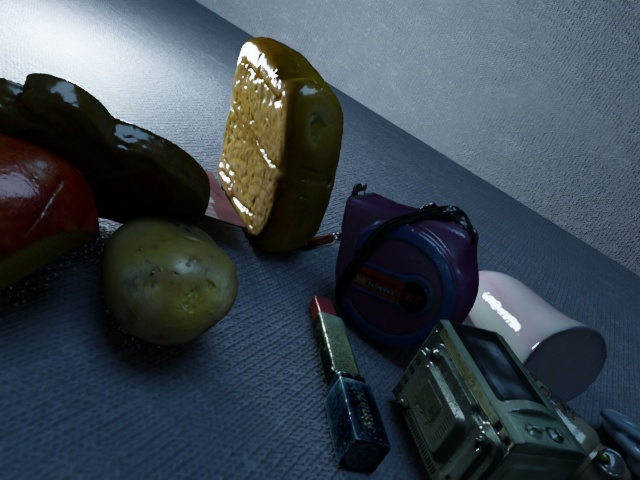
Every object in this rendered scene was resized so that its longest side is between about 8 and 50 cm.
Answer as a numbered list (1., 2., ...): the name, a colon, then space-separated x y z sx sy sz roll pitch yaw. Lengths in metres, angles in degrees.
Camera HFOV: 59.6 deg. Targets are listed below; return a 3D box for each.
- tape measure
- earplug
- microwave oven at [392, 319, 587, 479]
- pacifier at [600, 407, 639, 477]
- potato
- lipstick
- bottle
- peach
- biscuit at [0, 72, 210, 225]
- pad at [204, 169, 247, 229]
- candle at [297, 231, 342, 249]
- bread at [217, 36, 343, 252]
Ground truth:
1. tape measure: 0.142 0.046 0.909 0.231 0.246 0.149 21 18 25
2. earplug: 0.369 0.155 1.071 0.172 0.173 0.301 17 19 -24
3. microwave oven: 0.192 0.225 0.702 0.129 0.163 0.205 18 25 -24
4. pacifier: 0.623 0.311 0.937 0.287 0.226 0.238 26 5 -7
5. potato: -0.191 0.042 0.687 0.150 0.146 0.234 52 -8 -24
6. lipstick: 0.027 0.171 0.772 0.051 0.051 0.312 18 25 -19
7. bottle: 0.347 0.285 0.817 0.097 0.110 0.209 -30 56 -27
8. peach: -0.338 -0.015 0.579 0.192 0.190 0.190 24 24 -14
9. biscuit: -0.316 -0.099 0.698 0.367 0.314 0.063 18 70 -18
10. pad: -0.257 -0.110 1.011 0.202 0.005 0.300 20 16 -30
11. candle: 0.001 0.001 1.122 0.026 0.021 0.167 18 17 32
12. bread: -0.068 -0.181 1.026 0.147 0.328 0.337 0 32 -28
